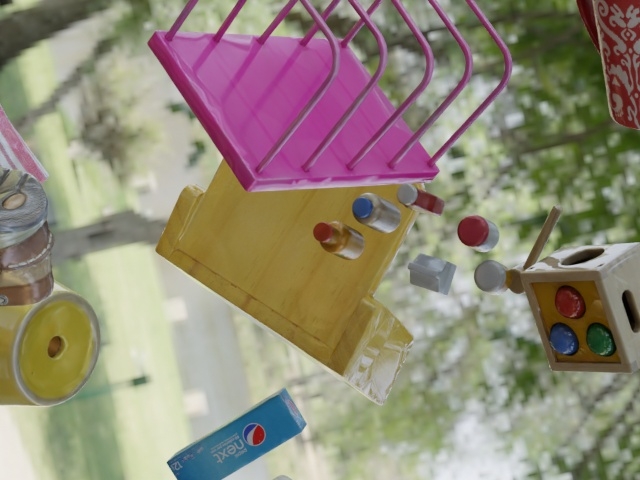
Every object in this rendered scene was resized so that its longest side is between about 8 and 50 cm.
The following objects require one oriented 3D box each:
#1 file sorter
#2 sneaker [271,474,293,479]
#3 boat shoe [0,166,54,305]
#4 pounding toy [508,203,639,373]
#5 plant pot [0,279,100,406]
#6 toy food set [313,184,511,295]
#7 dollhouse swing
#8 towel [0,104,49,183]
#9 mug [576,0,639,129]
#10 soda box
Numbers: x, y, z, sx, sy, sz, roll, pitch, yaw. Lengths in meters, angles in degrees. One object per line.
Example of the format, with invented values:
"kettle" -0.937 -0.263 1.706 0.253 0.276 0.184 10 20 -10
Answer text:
"file sorter" 0.021 -0.187 1.695 0.182 0.290 0.202 -50 -118 32
"sneaker" -0.042 0.383 1.992 0.217 0.121 0.079 53 -18 36
"boat shoe" -0.365 0.003 1.472 0.123 0.324 0.116 -43 129 -42
"pounding toy" 0.280 0.057 1.948 0.206 0.094 0.181 -4 -70 52
"plant pot" -0.448 0.132 2.366 0.254 0.239 0.254 -17 112 -49
"toy food set" 0.115 -0.004 2.008 0.104 0.232 0.111 21 87 -67
"dollhouse swing" 0.000 0.000 2.432 0.347 0.305 0.315 31 -5 23
"towel" -0.451 -0.080 2.106 0.029 0.197 0.144 -2 -55 56
"mug" 0.328 -0.215 1.697 0.150 0.113 0.169 -100 178 -61
"soda box" -0.129 0.314 2.594 0.071 0.210 0.067 58 9 0
